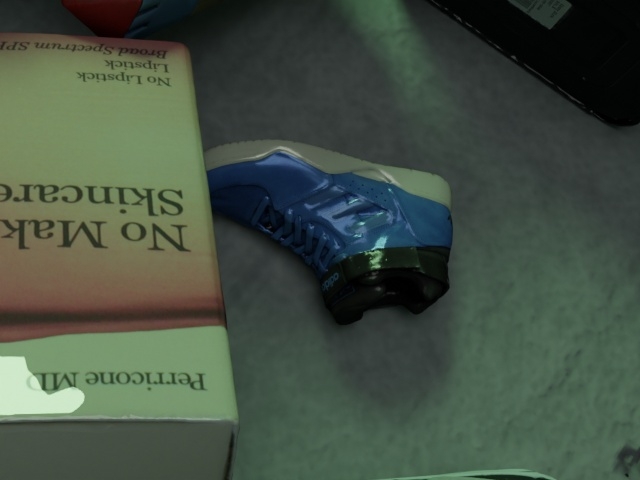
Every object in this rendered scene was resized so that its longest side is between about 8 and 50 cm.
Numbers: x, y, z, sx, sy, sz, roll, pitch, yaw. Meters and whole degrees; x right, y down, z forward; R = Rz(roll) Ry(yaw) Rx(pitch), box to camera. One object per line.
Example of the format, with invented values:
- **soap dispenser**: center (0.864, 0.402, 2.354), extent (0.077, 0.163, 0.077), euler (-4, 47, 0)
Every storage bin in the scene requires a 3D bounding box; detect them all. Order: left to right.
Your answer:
- **storage bin**: center (0.147, -0.163, 0.734), extent (0.180, 0.122, 0.084), euler (34, 68, -2)

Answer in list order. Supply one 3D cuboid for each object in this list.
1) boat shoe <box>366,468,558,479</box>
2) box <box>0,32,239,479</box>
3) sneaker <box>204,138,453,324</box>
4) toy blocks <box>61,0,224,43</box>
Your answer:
- **boat shoe**: center (-0.012, 0.161, 0.597), extent (0.335, 0.119, 0.121), euler (-12, 77, -17)
- **box**: center (-0.125, 0.026, 0.558), extent (0.148, 0.127, 0.232), euler (0, 45, -14)
- **sneaker**: center (0.000, 0.000, 0.682), extent (0.152, 0.058, 0.085), euler (10, 63, -18)
- **toy blocks**: center (-0.123, -0.252, 0.628), extent (0.261, 0.191, 0.381), euler (-33, 84, -34)
